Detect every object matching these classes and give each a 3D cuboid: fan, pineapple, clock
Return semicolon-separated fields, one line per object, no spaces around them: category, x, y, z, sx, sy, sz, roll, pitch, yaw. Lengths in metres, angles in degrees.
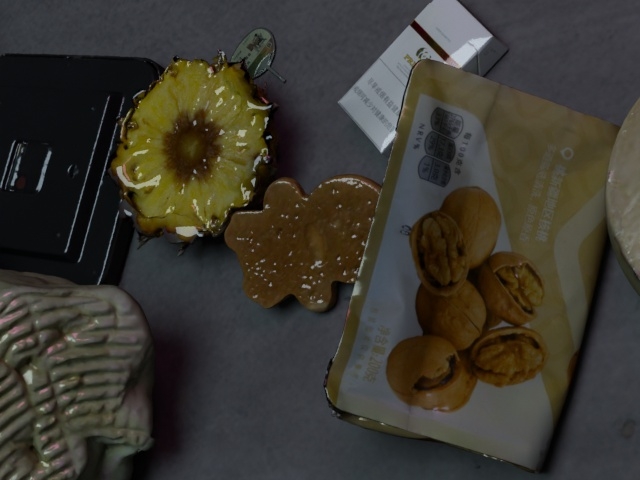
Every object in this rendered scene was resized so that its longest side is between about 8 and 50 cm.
fan;-0.062;-0.196;1.620;0.080;0.003;0.060;8;79;35
pineapple;-0.121;-0.088;1.574;0.224;0.076;0.225;-9;72;28
clock;-0.310;-0.077;1.711;0.273;0.049;0.279;6;77;34

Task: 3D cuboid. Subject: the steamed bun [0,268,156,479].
steamed bun;-0.317;0.164;1.498;0.320;0.275;0.206;-35;23;-23

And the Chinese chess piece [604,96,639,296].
Chinese chess piece;0.360;-0.039;1.229;0.273;0.102;0.273;-13;65;30

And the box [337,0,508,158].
box;0.096;-0.159;1.481;0.154;0.040;0.084;-46;52;10

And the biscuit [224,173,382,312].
biscuit;-0.004;-0.004;1.472;0.184;0.027;0.133;-31;86;21

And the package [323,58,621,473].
package;0.117;0.025;1.357;0.165;0.221;0.311;168;118;-73
